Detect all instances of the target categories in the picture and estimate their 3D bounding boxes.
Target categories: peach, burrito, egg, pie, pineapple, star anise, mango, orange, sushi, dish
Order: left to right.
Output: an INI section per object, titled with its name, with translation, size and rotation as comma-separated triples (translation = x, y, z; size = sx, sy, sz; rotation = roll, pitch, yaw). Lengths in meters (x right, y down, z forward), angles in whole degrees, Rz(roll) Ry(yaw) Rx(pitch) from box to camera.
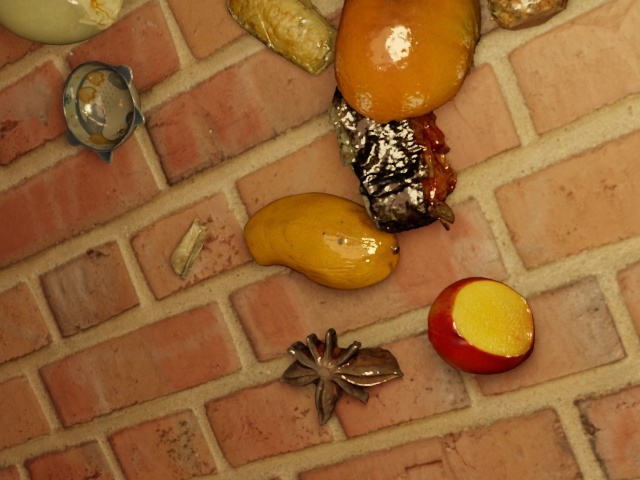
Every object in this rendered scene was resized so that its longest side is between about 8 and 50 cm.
[egg]
translation = -0.591, -0.565, 2.117
size = 0.336, 0.278, 0.278
rotation = 13, 107, 26
[dish]
translation = -0.474, -0.294, 2.221
size = 0.236, 0.086, 0.227
rotation = -16, 94, 30
[burrito]
translation = -0.299, 0.017, 2.219
size = 0.055, 0.041, 0.149
rotation = 32, 115, 5
[pie]
translation = -0.081, -0.449, 1.984
size = 0.282, 0.068, 0.128
rotation = 41, 116, 20
[mango]
translation = -0.001, -0.004, 1.994
size = 0.359, 0.144, 0.187
rotation = 16, 106, 28
[star anise]
translation = 0.025, 0.272, 2.066
size = 0.198, 0.110, 0.257
rotation = 46, 126, -5
[sushi]
translation = 0.141, -0.162, 1.849
size = 0.182, 0.196, 0.343
rotation = -24, 87, 26
[orange]
translation = 0.155, -0.388, 1.765
size = 0.274, 0.310, 0.274
rotation = 14, 133, 16
[peach]
translation = 0.303, 0.162, 1.838
size = 0.192, 0.190, 0.190
rotation = -3, 100, 48
[pineapple]
translation = 0.323, -0.524, 1.713
size = 0.170, 0.141, 0.310
rotation = -23, 82, 55
